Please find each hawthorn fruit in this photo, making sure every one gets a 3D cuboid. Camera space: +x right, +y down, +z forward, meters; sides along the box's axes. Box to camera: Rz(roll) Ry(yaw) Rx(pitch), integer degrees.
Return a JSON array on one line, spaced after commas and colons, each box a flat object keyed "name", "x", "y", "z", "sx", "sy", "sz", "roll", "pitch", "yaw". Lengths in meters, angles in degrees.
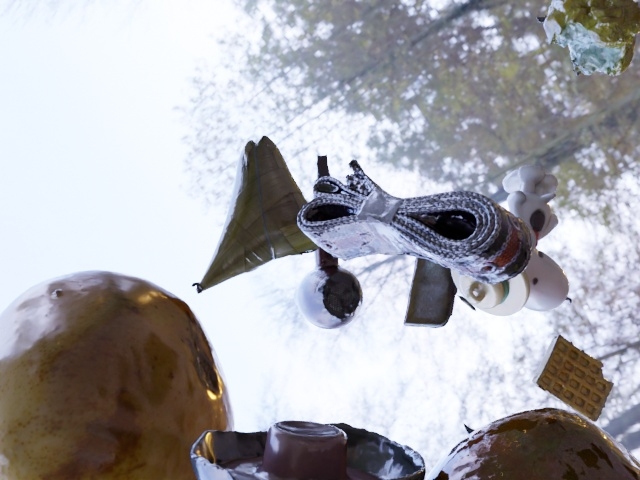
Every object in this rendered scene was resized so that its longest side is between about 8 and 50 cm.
[{"name": "hawthorn fruit", "x": 0.221, "y": 0.295, "z": 0.832, "sx": 0.267, "sy": 0.268, "sz": 0.301, "roll": 22, "pitch": -148, "yaw": -36}]

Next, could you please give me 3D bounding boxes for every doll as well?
[{"name": "doll", "x": 0.304, "y": -0.004, "z": 1.337, "sx": 0.208, "sy": 0.144, "sz": 0.271, "roll": 15, "pitch": -121, "yaw": -27}]

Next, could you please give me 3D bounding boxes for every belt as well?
[{"name": "belt", "x": 0.111, "y": -0.019, "z": 1.069, "sx": 0.094, "sy": 0.359, "sz": 0.126, "roll": 41, "pitch": -105, "yaw": -35}]

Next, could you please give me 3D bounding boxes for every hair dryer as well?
[{"name": "hair dryer", "x": 0.000, "y": 0.000, "z": 1.646, "sx": 0.123, "sy": 0.312, "sz": 0.341, "roll": -3, "pitch": -88, "yaw": -14}]

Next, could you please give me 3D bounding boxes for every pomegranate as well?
[{"name": "pomegranate", "x": -0.328, "y": 0.246, "z": 1.187, "sx": 0.416, "sy": 0.416, "sz": 0.417, "roll": 25, "pitch": -130, "yaw": -34}]

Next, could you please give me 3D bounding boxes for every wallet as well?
[{"name": "wallet", "x": 0.286, "y": 0.095, "z": 2.055, "sx": 0.031, "sy": 0.137, "sz": 0.255, "roll": 34, "pitch": -117, "yaw": -50}]

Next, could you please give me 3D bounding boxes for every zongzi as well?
[{"name": "zongzi", "x": -0.148, "y": -0.045, "z": 1.480, "sx": 0.228, "sy": 0.256, "sz": 0.115, "roll": 61, "pitch": 173, "yaw": 22}]

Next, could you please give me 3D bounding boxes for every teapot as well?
[{"name": "teapot", "x": -0.013, "y": 0.365, "z": 0.851, "sx": 0.376, "sy": 0.305, "sz": 0.362, "roll": 3, "pitch": -86, "yaw": -70}]

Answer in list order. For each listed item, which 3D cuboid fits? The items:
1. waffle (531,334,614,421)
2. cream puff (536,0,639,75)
[{"name": "waffle", "x": 0.395, "y": 0.214, "z": 1.276, "sx": 0.135, "sy": 0.021, "sz": 0.092, "roll": 31, "pitch": -100, "yaw": -19}, {"name": "cream puff", "x": 0.419, "y": -0.320, "z": 1.239, "sx": 0.156, "sy": 0.156, "sz": 0.121, "roll": 32, "pitch": -109, "yaw": -29}]
